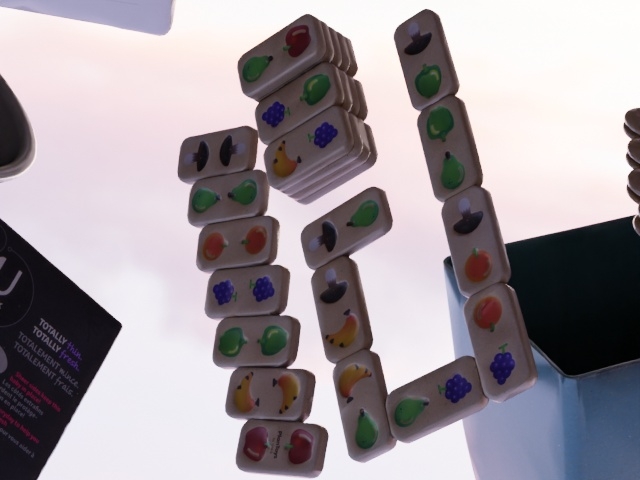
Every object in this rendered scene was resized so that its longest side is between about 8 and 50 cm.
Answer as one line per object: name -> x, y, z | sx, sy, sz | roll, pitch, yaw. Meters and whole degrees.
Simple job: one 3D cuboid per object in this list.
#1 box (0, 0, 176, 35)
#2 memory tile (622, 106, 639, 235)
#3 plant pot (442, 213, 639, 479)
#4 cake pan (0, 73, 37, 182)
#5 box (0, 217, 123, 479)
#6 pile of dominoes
box -> -0.120, -0.180, 0.572 | 0.181, 0.182, 0.119 | 8, 155, -3
memory tile -> 0.215, -0.029, 0.952 | 0.113, 0.012, 0.148 | 11, -149, 0
plant pot -> 0.183, 0.130, 1.068 | 0.165, 0.234, 0.166 | -12, -155, -17
cake pan -> -0.301, -0.114, 1.059 | 0.293, 0.054, 0.293 | 36, -164, -12
box -> -0.307, 0.133, 1.430 | 0.143, 0.165, 0.270 | -13, -140, 47
pile of dominoes -> 0.000, 0.000, 0.982 | 0.196, 0.251, 0.040 | -30, 146, 28
